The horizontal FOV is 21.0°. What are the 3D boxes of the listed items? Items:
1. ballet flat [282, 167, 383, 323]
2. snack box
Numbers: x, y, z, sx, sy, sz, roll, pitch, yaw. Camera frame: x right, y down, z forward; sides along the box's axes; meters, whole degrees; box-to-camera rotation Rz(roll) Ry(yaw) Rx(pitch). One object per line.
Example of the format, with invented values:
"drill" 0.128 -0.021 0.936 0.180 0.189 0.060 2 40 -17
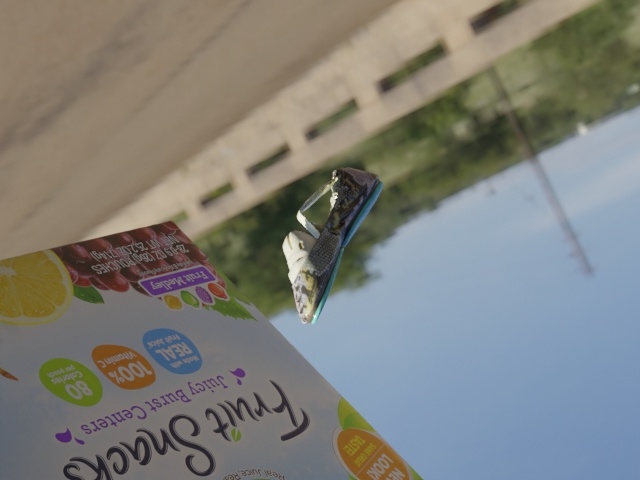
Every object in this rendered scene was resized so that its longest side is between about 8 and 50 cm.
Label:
"ballet flat" 0.000 0.000 1.015 0.041 0.041 0.114 -24 -149 47
"snack box" -0.078 0.085 0.677 0.207 0.174 0.070 -15 146 -56
